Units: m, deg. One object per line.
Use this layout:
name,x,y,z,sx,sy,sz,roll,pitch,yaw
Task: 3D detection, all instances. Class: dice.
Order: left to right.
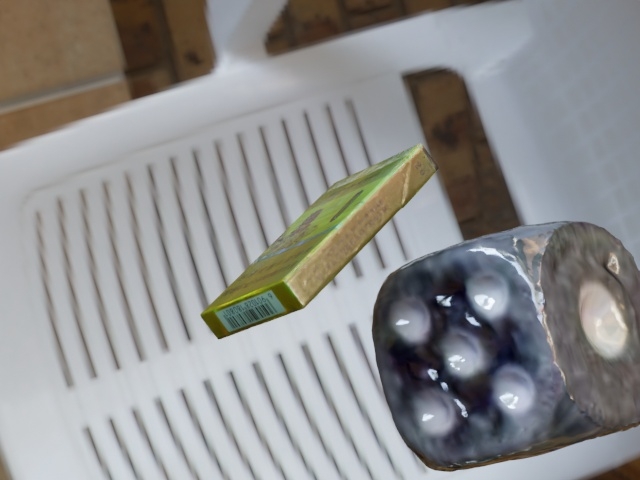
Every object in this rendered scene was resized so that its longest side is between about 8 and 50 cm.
dice,0.164,0.089,1.276,0.183,0.182,0.181,-20,77,37

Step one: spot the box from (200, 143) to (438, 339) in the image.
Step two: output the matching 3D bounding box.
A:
box,0.000,0.000,1.220,0.121,0.193,0.030,-22,107,51
